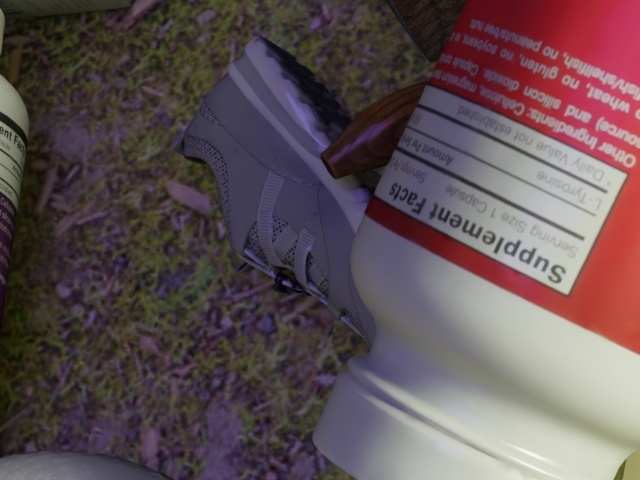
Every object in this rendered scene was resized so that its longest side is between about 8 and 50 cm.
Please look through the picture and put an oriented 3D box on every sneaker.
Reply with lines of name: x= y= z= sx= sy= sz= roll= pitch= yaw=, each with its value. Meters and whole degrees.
sneaker: x=0.000 y=0.000 z=1.319 sx=0.115 sy=0.105 sz=0.281 roll=-42 pitch=57 yaw=16

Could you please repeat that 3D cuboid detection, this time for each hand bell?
hand bell: x=0.107 y=-0.107 z=1.267 sx=0.242 sy=0.126 sz=0.126 roll=-31 pitch=65 yaw=-7

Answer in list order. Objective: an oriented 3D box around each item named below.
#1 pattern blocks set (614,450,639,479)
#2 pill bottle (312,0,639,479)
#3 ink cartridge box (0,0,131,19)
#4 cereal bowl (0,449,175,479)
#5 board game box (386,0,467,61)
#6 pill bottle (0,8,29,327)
pattern blocks set: x=0.236 y=0.204 z=1.197 sx=0.285 sy=0.026 sz=0.325 roll=16 pitch=77 yaw=22
pill bottle: x=0.159 y=-0.033 z=1.113 sx=0.229 sy=0.229 sz=0.408 roll=27 pitch=94 yaw=24
ink cartridge box: x=-0.311 y=-0.239 z=1.410 sx=0.306 sy=0.226 sz=0.131 roll=-3 pitch=78 yaw=15
cereal bowl: x=-0.183 y=0.288 z=1.240 sx=0.339 sy=0.141 sz=0.339 roll=-6 pitch=70 yaw=17
board game box: x=0.080 y=-0.316 z=1.364 sx=0.232 sy=0.141 sz=0.291 roll=-33 pitch=65 yaw=4
pill bottle: x=-0.298 y=-0.012 z=1.357 sx=0.181 sy=0.181 sz=0.323 roll=-1 pitch=71 yaw=17
